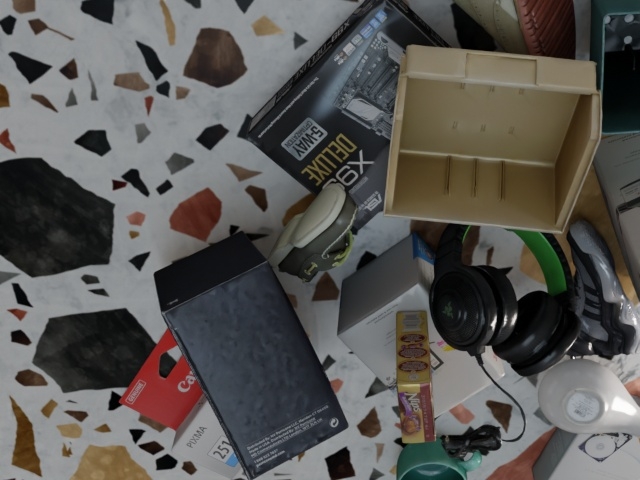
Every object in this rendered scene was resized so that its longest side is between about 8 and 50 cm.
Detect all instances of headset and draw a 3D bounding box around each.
[{"bbox_3d":[0.264,0.134,1.533,0.243,0.394,0.185,23,148,-22],"label":"headset"}]

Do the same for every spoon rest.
[{"bbox_3d":[0.500,0.303,1.694,0.276,0.084,0.137,33,108,3],"label":"spoon rest"}]

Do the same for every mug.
[{"bbox_3d":[0.220,0.431,1.861,0.158,0.097,0.129,-2,119,4],"label":"mug"}]

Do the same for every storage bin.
[{"bbox_3d":[0.229,-0.137,1.369,0.262,0.123,0.260,6,151,4],"label":"storage bin"}]

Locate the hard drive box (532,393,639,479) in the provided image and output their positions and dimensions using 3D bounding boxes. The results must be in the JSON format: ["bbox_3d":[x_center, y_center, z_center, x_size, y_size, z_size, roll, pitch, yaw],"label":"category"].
[{"bbox_3d":[0.523,0.392,1.824,0.181,0.089,0.232,18,119,-6],"label":"hard drive box"}]

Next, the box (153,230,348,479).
[{"bbox_3d":[-0.117,0.166,1.572,0.183,0.296,0.294,-28,104,-6],"label":"box"}]

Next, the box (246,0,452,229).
[{"bbox_3d":[0.076,-0.197,1.525,0.242,0.076,0.307,40,115,-18],"label":"box"}]

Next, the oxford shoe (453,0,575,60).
[{"bbox_3d":[0.250,-0.367,1.412,0.147,0.140,0.397,-1,130,41],"label":"oxford shoe"}]

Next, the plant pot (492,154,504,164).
[{"bbox_3d":[0.301,-0.134,1.547,0.083,0.081,0.081,2,120,-3],"label":"plant pot"}]

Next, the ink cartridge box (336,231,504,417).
[{"bbox_3d":[0.167,0.146,1.661,0.168,0.171,0.232,-35,112,21],"label":"ink cartridge box"}]

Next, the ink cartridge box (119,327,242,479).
[{"bbox_3d":[-0.197,0.277,1.821,0.261,0.066,0.296,29,117,-13],"label":"ink cartridge box"}]

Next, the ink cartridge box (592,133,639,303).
[{"bbox_3d":[0.535,0.034,1.443,0.166,0.395,0.285,-19,117,14],"label":"ink cartridge box"}]

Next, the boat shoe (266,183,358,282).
[{"bbox_3d":[0.002,-0.004,1.552,0.091,0.109,0.305,32,158,-9],"label":"boat shoe"}]

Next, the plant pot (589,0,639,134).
[{"bbox_3d":[0.449,-0.270,1.368,0.166,0.234,0.165,-3,118,6],"label":"plant pot"}]

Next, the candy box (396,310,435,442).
[{"bbox_3d":[0.141,0.200,1.486,0.053,0.186,0.109,-5,118,5],"label":"candy box"}]

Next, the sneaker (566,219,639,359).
[{"bbox_3d":[0.430,0.100,1.657,0.153,0.101,0.268,-23,114,19],"label":"sneaker"}]
